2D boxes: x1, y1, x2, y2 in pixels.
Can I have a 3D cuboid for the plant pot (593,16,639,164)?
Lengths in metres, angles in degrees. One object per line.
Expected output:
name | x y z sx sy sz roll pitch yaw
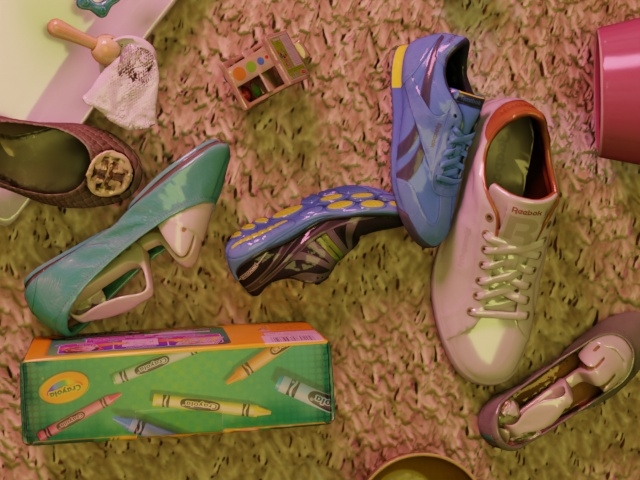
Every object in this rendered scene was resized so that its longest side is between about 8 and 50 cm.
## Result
plant pot | 0.360 -0.146 1.444 0.180 0.201 0.201 0 93 7

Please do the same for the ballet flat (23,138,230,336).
ballet flat | -0.167 0.008 1.421 0.247 0.083 0.087 -37 73 1

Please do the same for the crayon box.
crayon box | -0.136 0.130 1.394 0.278 0.165 0.081 -3 94 -7

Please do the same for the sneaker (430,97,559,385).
sneaker | 0.173 0.004 1.452 0.106 0.123 0.290 2 94 -10

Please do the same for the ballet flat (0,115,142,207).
ballet flat | -0.285 -0.082 1.370 0.250 0.058 0.084 16 97 -17

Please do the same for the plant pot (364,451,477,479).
plant pot | 0.091 0.268 1.466 0.134 0.095 0.134 0 92 -7

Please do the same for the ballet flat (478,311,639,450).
ballet flat | 0.257 0.146 1.496 0.213 0.068 0.072 -32 97 -5

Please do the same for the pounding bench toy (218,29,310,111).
pounding bench toy | -0.051 -0.167 1.451 0.065 0.083 0.052 -27 94 26

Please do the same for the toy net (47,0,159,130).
toy net | -0.201 -0.216 1.381 0.122 0.045 0.232 -28 105 -11

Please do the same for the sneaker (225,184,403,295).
sneaker | 0.000 0.000 1.465 0.188 0.067 0.078 -21 117 -8

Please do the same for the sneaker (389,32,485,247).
sneaker | 0.117 -0.099 1.440 0.082 0.069 0.209 -5 83 36

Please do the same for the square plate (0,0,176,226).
square plate | -0.333 -0.249 1.388 0.344 0.049 0.347 37 88 -16
